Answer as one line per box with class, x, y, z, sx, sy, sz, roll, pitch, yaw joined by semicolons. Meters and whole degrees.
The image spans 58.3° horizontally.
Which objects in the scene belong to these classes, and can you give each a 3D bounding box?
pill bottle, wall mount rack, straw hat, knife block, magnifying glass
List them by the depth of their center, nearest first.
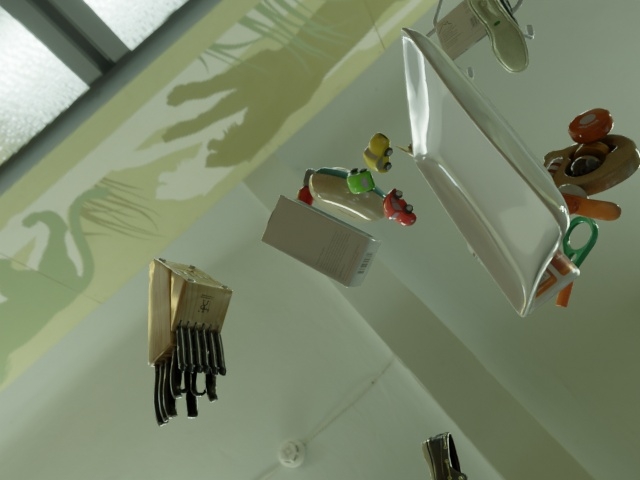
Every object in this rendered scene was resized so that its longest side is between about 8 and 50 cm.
knife block;-0.250;0.175;1.003;0.276;0.088;0.241;19;-89;56
pill bottle;0.348;0.016;1.040;0.121;0.121;0.216;-38;-108;2
magnifying glass;0.616;0.050;1.400;0.092;0.026;0.230;5;-101;67
wall mount rack;0.406;-0.608;1.515;0.350;0.131;0.303;-29;-108;49
straw hat;0.290;-0.267;1.655;0.145;0.145;0.061;34;-81;35

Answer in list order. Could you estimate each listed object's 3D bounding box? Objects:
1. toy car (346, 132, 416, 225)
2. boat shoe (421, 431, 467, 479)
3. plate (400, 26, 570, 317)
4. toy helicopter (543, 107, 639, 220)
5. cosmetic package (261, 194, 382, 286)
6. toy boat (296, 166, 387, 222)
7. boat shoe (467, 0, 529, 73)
toy car;0.124;-0.141;1.418;0.053;0.238;0.225;-28;-162;-23
boat shoe;0.275;0.504;1.206;0.069;0.081;0.227;-34;-149;13
plate;0.184;-0.070;0.655;0.045;0.277;0.277;-28;-116;-1
toy helicopter;0.461;-0.102;1.167;0.355;0.140;0.234;-24;-151;30
cosmetic package;0.000;0.000;1.237;0.231;0.085;0.117;29;-81;23
toy boat;0.041;-0.152;1.709;0.318;0.268;0.148;3;-107;48
boat shoe;0.430;-0.503;1.344;0.084;0.233;0.079;-15;-148;43
